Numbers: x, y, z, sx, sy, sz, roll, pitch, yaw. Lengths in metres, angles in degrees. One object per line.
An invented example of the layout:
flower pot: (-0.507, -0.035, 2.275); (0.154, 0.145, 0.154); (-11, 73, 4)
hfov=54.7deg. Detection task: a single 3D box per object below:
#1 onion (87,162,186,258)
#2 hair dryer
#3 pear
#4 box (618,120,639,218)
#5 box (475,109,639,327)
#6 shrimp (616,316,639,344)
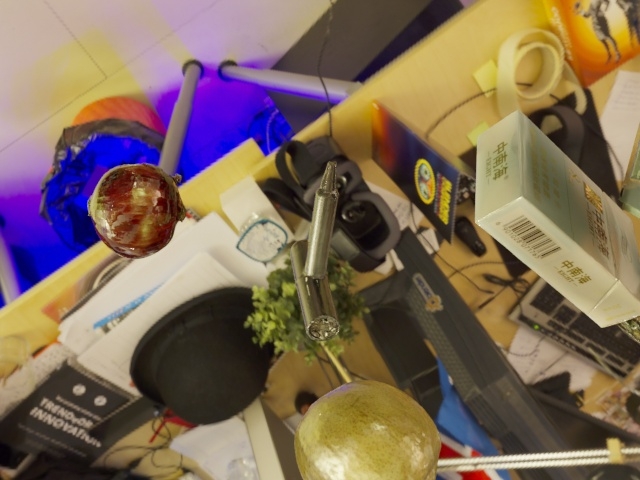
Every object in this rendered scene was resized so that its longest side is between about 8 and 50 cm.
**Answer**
onion: (-0.211, -0.032, 0.720); (0.118, 0.119, 0.117); (-22, 167, -6)
hair dryer: (0.004, 0.004, 0.803); (0.050, 0.173, 0.195); (2, 126, -15)
pear: (0.066, 0.309, 0.911); (0.188, 0.211, 0.229); (-45, 146, -36)
box: (0.387, -0.115, 0.587); (0.117, 0.225, 0.225); (14, 102, 14)
box: (0.288, -0.023, 0.737); (0.242, 0.155, 0.067); (34, 137, -23)
shrimp: (0.502, 0.114, 0.799); (0.071, 0.365, 0.233); (-34, 130, -11)
